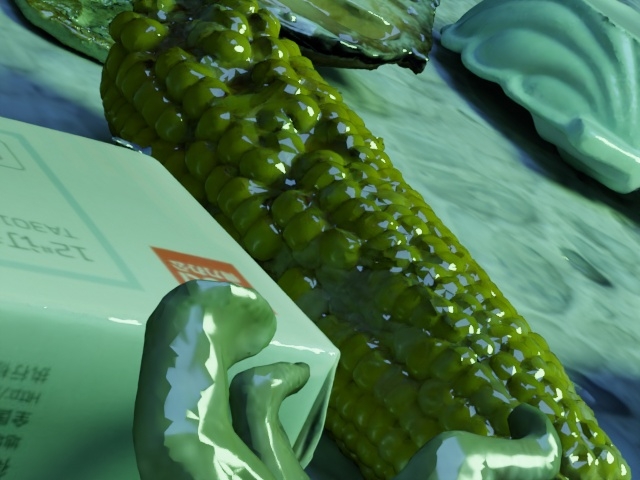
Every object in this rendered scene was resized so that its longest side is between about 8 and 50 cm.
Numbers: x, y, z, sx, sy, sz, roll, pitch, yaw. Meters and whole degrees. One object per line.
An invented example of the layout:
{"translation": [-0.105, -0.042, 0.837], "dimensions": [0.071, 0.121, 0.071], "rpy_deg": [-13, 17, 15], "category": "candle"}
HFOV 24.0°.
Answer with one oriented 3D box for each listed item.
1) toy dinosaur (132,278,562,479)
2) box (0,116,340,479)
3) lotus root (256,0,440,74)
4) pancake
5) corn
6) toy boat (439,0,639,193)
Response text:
{"translation": [-0.014, 0.097, 0.330], "dimensions": [0.294, 0.077, 0.162], "rpy_deg": [4, 67, -36], "category": "toy dinosaur"}
{"translation": [-0.137, 0.011, 0.393], "dimensions": [0.269, 0.079, 0.135], "rpy_deg": [12, 21, -37], "category": "box"}
{"translation": [-0.080, -0.188, 0.929], "dimensions": [0.329, 0.078, 0.167], "rpy_deg": [31, 45, -4], "category": "lotus root"}
{"translation": [-0.120, -0.120, 0.796], "dimensions": [0.108, 0.017, 0.108], "rpy_deg": [22, 24, -11], "category": "pancake"}
{"translation": [0.000, 0.000, 0.587], "dimensions": [0.097, 0.097, 0.320], "rpy_deg": [8, 33, -44], "category": "corn"}
{"translation": [0.198, -0.121, 1.092], "dimensions": [0.199, 0.100, 0.290], "rpy_deg": [21, 21, -20], "category": "toy boat"}
